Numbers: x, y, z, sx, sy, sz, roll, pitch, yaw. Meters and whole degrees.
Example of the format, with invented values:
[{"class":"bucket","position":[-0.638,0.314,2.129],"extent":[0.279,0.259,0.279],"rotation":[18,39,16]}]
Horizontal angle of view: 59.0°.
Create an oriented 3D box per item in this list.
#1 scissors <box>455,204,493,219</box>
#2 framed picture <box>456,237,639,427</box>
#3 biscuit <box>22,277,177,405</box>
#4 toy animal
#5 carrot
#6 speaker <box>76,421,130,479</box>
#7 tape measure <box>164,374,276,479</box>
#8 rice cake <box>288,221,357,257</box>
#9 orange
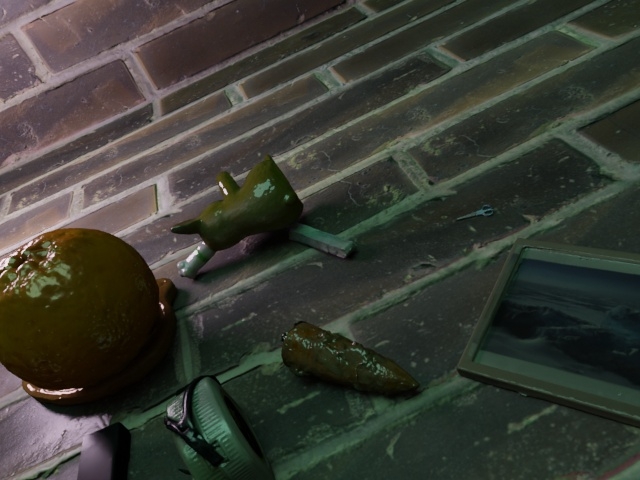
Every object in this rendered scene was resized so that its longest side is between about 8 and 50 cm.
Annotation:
[{"class":"scissors","position":[0.337,-0.057,1.241],"extent":[0.083,0.006,0.036],"rotation":[-17,40,10]},{"class":"framed picture","position":[0.485,0.141,0.904],"extent":[0.446,0.028,0.326],"rotation":[9,49,36]},{"class":"biscuit","position":[-0.520,0.223,1.342],"extent":[0.385,0.062,0.365],"rotation":[-17,37,10]},{"class":"toy animal","position":[-0.220,-0.062,1.408],"extent":[0.363,0.181,0.180],"rotation":[-23,33,10]},{"class":"carrot","position":[0.055,0.221,1.011],"extent":[0.263,0.101,0.102],"rotation":[13,51,32]},{"class":"speaker","position":[-0.395,0.443,1.024],"extent":[0.082,0.044,0.218],"rotation":[-24,38,2]},{"class":"tape measure","position":[-0.182,0.317,0.928],"extent":[0.115,0.207,0.235],"rotation":[-35,40,-8]},{"class":"rice cake","position":[0.000,0.000,1.339],"extent":[0.043,0.034,0.211],"rotation":[-37,37,-29]},{"class":"orange","position":[-0.515,0.127,1.165],"extent":[0.341,0.293,0.340],"rotation":[-12,44,12]}]
